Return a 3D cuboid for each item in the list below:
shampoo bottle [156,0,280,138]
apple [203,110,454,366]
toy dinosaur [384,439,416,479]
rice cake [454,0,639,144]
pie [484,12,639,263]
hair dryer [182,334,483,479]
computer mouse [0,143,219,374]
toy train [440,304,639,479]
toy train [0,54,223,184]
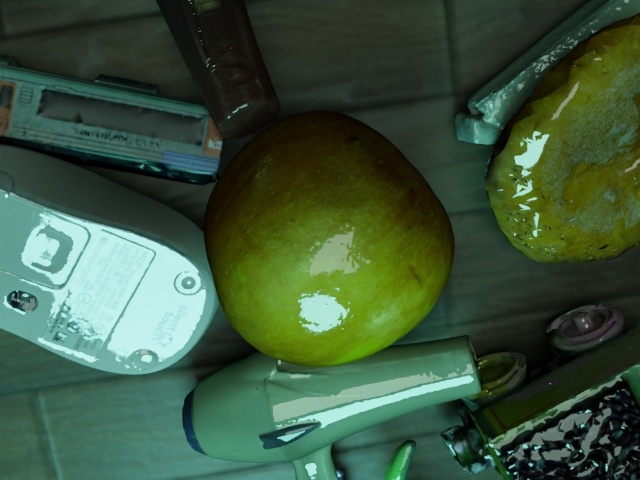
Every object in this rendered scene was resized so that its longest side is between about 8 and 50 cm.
[{"bbox_3d":[-0.102,-0.210,0.754,0.068,0.067,0.236,-13,72,-35],"label":"shampoo bottle"},{"bbox_3d":[0.000,0.000,0.751,0.207,0.237,0.237,-39,101,2],"label":"apple"},{"bbox_3d":[0.268,0.405,0.874,0.375,0.144,0.499,-9,114,-5],"label":"toy dinosaur"},{"bbox_3d":[0.275,-0.205,0.823,0.336,0.066,0.063,-36,101,3],"label":"rice cake"},{"bbox_3d":[0.285,-0.091,0.815,0.274,0.069,0.273,-12,126,-17],"label":"pie"},{"bbox_3d":[0.051,0.201,0.840,0.296,0.119,0.298,-34,109,22],"label":"hair dryer"},{"bbox_3d":[-0.244,0.016,0.792,0.297,0.121,0.184,19,110,-23],"label":"computer mouse"},{"bbox_3d":[0.253,0.169,0.830,0.261,0.177,0.134,-28,101,1],"label":"toy train"},{"bbox_3d":[-0.291,-0.129,0.776,0.410,0.086,0.089,11,91,-6],"label":"toy train"}]
